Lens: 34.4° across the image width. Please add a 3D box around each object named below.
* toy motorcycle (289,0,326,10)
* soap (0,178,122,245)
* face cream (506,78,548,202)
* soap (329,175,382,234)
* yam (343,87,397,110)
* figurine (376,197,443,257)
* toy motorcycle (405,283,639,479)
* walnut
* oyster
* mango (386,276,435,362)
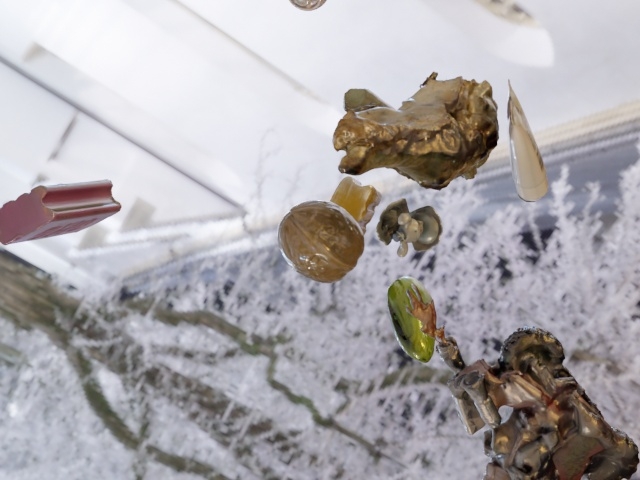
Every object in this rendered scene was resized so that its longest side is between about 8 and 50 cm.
[{"bbox_3d":[-0.073,-0.463,1.596,0.112,0.254,0.112,-22,-146,16],"label":"toy motorcycle"},{"bbox_3d":[-0.441,-0.049,1.737,0.122,0.066,0.203,-24,178,24],"label":"soap"},{"bbox_3d":[0.341,-0.157,1.745,0.058,0.244,0.092,-9,-128,16],"label":"face cream"},{"bbox_3d":[0.062,-0.051,2.316,0.174,0.089,0.274,-61,175,3],"label":"soap"},{"bbox_3d":[0.105,-0.257,2.070,0.070,0.146,0.070,-48,168,-14],"label":"yam"},{"bbox_3d":[0.135,-0.018,1.630,0.082,0.086,0.094,37,-59,38],"label":"figurine"},{"bbox_3d":[0.249,0.215,1.362,0.207,0.401,0.134,-37,-158,6],"label":"toy motorcycle"},{"bbox_3d":[0.000,0.000,1.823,0.140,0.162,0.140,-47,-167,14],"label":"walnut"},{"bbox_3d":[0.161,-0.179,1.693,0.133,0.336,0.198,16,-74,60],"label":"oyster"},{"bbox_3d":[0.156,0.128,1.702,0.074,0.091,0.165,-30,-134,13],"label":"mango"}]
